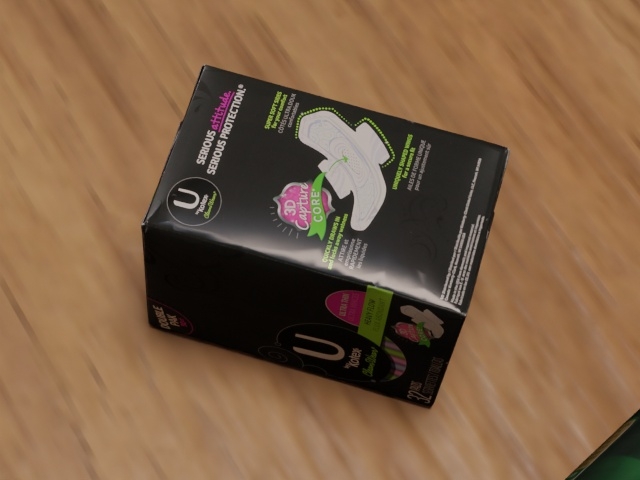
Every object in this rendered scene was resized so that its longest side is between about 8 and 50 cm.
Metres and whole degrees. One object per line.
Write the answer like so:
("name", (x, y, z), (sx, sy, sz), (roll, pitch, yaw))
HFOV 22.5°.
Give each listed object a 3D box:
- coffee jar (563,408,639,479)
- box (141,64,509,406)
("coffee jar", (0.062, 0.104, 0.362), (0.184, 0.079, 0.096), (-33, 68, -21))
("box", (0.000, 0.000, 0.425), (0.083, 0.062, 0.052), (17, 62, 4))
